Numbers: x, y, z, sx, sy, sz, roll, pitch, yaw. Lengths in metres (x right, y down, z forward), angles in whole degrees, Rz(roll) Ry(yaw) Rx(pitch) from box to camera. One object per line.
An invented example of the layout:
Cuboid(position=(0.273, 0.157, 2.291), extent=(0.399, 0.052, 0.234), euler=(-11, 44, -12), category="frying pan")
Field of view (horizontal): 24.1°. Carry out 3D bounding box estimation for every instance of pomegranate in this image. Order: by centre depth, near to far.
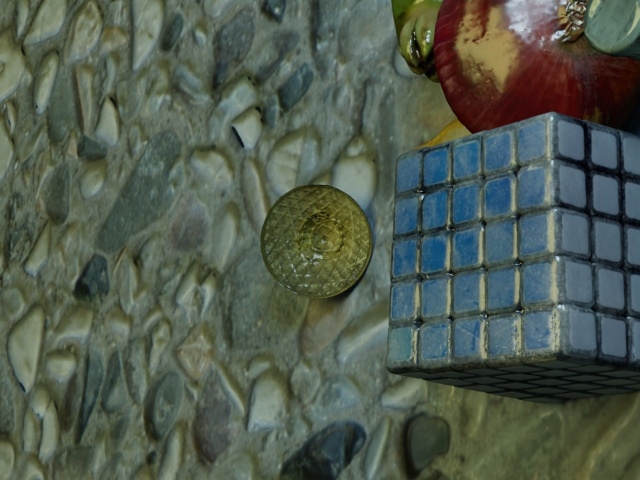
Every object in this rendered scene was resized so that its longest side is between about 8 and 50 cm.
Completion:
Cuboid(position=(0.161, -0.290, 1.681), extent=(0.159, 0.241, 0.190), euler=(4, 110, 18), category="pomegranate")

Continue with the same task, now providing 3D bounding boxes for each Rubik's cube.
Cuboid(position=(0.226, 0.027, 1.472), extent=(0.237, 0.238, 0.237), euler=(-13, 71, 51), category="Rubik's cube")

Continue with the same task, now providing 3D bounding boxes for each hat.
Cuboid(position=(0.000, 0.000, 1.914), extent=(0.146, 0.067, 0.146), euler=(1, 93, 11), category="hat")

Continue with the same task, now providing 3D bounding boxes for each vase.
Cuboid(position=(0.344, -0.184, 1.406), extent=(0.096, 0.219, 0.096), euler=(-19, 65, 48), category="vase")

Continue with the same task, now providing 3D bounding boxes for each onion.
Cuboid(position=(0.230, -0.207, 1.547), extent=(0.248, 0.161, 0.248), euler=(-4, 69, 11), category="onion")

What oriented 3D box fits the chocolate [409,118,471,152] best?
Cuboid(position=(0.183, -0.115, 1.711), extent=(0.219, 0.085, 0.086), euler=(-19, 64, 51), category="chocolate")
